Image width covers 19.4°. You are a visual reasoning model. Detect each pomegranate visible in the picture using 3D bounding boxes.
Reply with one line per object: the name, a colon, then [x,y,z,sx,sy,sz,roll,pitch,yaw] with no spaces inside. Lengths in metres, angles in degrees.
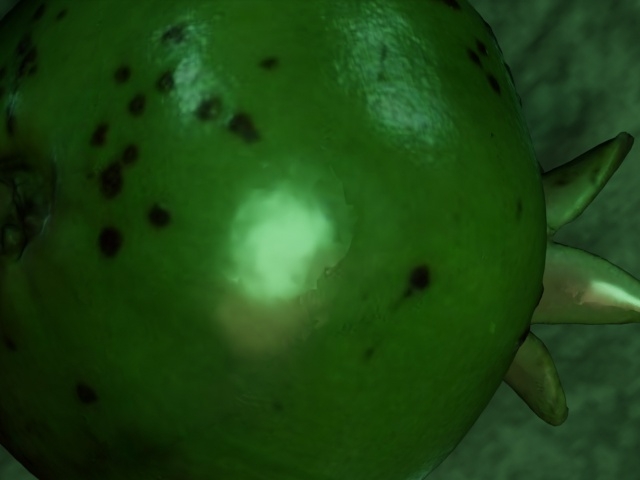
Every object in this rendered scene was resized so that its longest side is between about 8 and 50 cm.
pomegranate: [0.000,0.000,0.546,0.224,0.181,0.181,14,117,-40]
